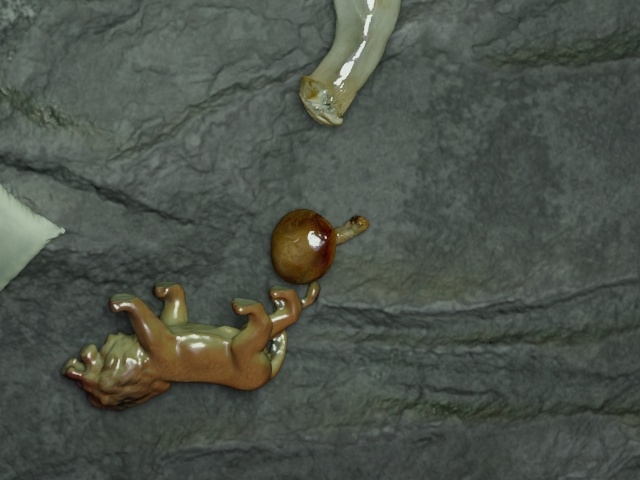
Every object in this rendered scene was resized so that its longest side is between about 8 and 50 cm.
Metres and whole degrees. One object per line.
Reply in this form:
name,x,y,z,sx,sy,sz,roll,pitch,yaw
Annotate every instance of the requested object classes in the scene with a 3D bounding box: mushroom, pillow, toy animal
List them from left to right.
pillow,-0.441,0.025,1.325,0.254,0.078,0.144,-40,120,-1
toy animal,-0.155,0.132,1.373,0.313,0.097,0.157,2,107,-8
mushroom,-0.003,-0.004,1.378,0.130,0.073,0.088,-29,62,-6
mushroom,0.039,-0.245,1.357,0.092,0.081,0.223,14,96,-25
